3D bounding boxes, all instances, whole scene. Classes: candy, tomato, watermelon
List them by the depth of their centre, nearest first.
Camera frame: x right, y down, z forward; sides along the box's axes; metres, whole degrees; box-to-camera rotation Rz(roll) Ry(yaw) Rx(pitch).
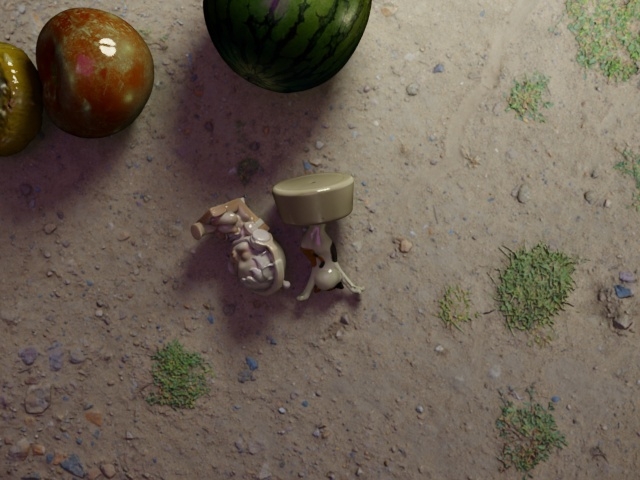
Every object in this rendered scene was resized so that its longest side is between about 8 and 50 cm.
[{"bbox_3d":[-0.070,-0.477,1.466,0.364,0.363,0.362,0,91,5],"label":"watermelon"},{"bbox_3d":[-0.470,-0.353,1.549,0.223,0.270,0.270,-11,90,-33],"label":"tomato"},{"bbox_3d":[-0.724,-0.311,1.609,0.260,0.118,0.259,4,97,30],"label":"candy"}]

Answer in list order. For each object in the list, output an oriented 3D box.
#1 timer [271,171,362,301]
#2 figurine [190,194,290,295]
[{"bbox_3d":[0.000,0.000,1.574,0.175,0.175,0.265,-6,107,5],"label":"timer"},{"bbox_3d":[-0.160,0.025,1.575,0.236,0.141,0.163,55,140,-4],"label":"figurine"}]
